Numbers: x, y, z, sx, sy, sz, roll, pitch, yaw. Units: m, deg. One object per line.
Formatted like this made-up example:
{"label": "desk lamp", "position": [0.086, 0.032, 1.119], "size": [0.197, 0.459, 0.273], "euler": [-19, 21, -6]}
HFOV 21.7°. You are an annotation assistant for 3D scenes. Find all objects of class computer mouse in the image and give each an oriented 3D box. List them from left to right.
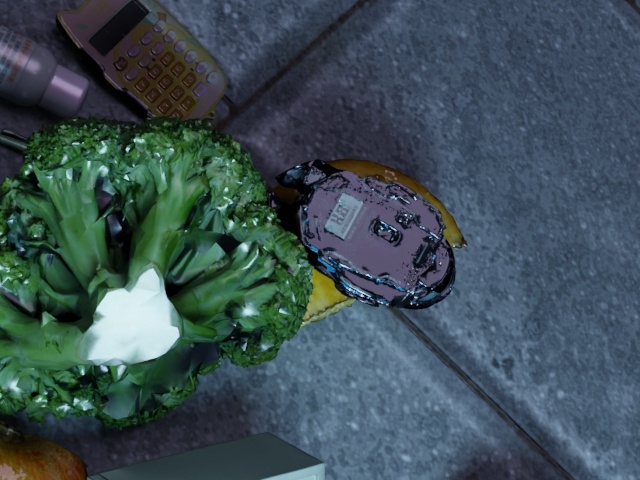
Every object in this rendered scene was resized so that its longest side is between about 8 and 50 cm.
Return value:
{"label": "computer mouse", "position": [0.045, 0.000, 1.904], "size": [0.241, 0.077, 0.146], "euler": [32, 69, -4]}

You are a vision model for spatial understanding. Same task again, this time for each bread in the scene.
{"label": "bread", "position": [0.000, 0.000, 2.035], "size": [0.340, 0.194, 0.179], "euler": [-24, 87, -34]}

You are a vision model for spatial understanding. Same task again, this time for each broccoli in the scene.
{"label": "broccoli", "position": [-0.211, 0.030, 1.804], "size": [0.413, 0.310, 0.321], "euler": [-2, 74, -12]}

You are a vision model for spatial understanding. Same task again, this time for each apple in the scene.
{"label": "apple", "position": [-0.336, 0.253, 1.707], "size": [0.195, 0.173, 0.160], "euler": [22, 50, -11]}

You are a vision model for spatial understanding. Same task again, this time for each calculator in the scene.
{"label": "calculator", "position": [-0.226, -0.235, 2.159], "size": [0.236, 0.033, 0.157], "euler": [42, 49, -4]}

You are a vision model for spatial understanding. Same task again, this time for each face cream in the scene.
{"label": "face cream", "position": [-0.407, -0.227, 2.015], "size": [0.269, 0.082, 0.082], "euler": [28, 52, -14]}

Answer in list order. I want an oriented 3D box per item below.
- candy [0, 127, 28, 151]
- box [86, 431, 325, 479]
{"label": "candy", "position": [-0.267, -0.076, 2.025], "size": [0.262, 0.077, 0.073], "euler": [22, 74, -7]}
{"label": "box", "position": [-0.120, 0.342, 1.750], "size": [0.225, 0.117, 0.225], "euler": [-10, 108, -35]}
